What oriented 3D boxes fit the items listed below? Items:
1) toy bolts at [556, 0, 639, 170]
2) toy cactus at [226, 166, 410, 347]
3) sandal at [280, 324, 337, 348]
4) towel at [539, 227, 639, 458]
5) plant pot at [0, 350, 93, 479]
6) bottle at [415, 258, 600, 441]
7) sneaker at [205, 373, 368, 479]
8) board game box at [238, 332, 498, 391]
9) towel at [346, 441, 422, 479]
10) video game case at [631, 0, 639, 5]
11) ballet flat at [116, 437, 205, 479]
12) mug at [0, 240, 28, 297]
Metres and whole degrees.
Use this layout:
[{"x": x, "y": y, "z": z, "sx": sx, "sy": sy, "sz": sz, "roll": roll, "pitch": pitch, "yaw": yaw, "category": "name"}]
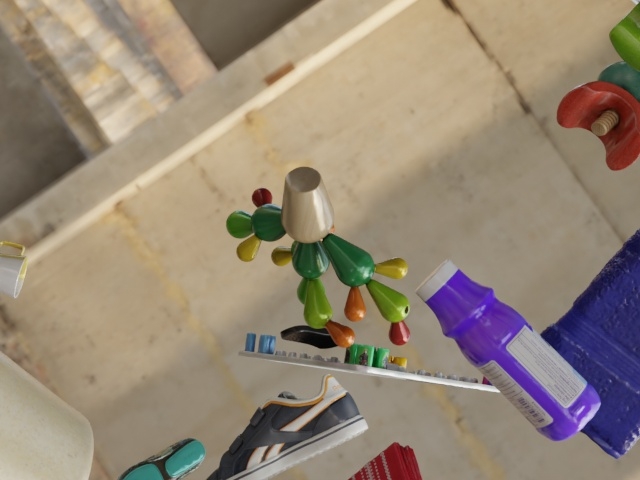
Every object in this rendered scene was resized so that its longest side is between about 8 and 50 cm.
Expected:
[{"x": 0.386, "y": -0.174, "z": 1.246, "sx": 0.218, "sy": 0.158, "sz": 0.228, "roll": 46, "pitch": -37, "yaw": 5, "category": "toy bolts"}, {"x": 0.000, "y": 0.000, "z": 1.137, "sx": 0.219, "sy": 0.112, "sz": 0.180, "roll": 39, "pitch": -27, "yaw": 31, "category": "toy cactus"}, {"x": -0.003, "y": 0.158, "z": 2.089, "sx": 0.179, "sy": 0.067, "sz": 0.040, "roll": 18, "pitch": 53, "yaw": -50, "category": "sandal"}, {"x": 0.453, "y": 0.150, "z": 1.764, "sx": 0.227, "sy": 0.308, "sz": 0.076, "roll": 36, "pitch": 16, "yaw": -12, "category": "towel"}, {"x": -0.418, "y": 0.210, "z": 1.230, "sx": 0.305, "sy": 0.334, "sz": 0.334, "roll": 37, "pitch": 9, "yaw": -27, "category": "plant pot"}, {"x": 0.250, "y": 0.146, "z": 1.617, "sx": 0.283, "sy": 0.092, "sz": 0.118, "roll": 45, "pitch": -10, "yaw": 3, "category": "bottle"}, {"x": -0.081, "y": 0.345, "z": 2.084, "sx": 0.127, "sy": 0.321, "sz": 0.126, "roll": 63, "pitch": 9, "yaw": 10, "category": "sneaker"}, {"x": 0.107, "y": 0.231, "z": 2.252, "sx": 0.390, "sy": 0.050, "sz": 0.390, "roll": 13, "pitch": -8, "yaw": -36, "category": "board game box"}, {"x": 0.050, "y": 0.425, "z": 1.624, "sx": 0.031, "sy": 0.275, "sz": 0.199, "roll": 24, "pitch": 34, "yaw": -38, "category": "towel"}, {"x": 0.602, "y": -0.446, "z": 1.988, "sx": 0.190, "sy": 0.173, "sz": 0.022, "roll": 11, "pitch": 51, "yaw": -57, "category": "video game case"}, {"x": -0.266, "y": 0.376, "z": 1.908, "sx": 0.188, "sy": 0.070, "sz": 0.070, "roll": -21, "pitch": 70, "yaw": -44, "category": "ballet flat"}, {"x": -0.458, "y": 0.042, "z": 1.709, "sx": 0.064, "sy": 0.062, "sz": 0.078, "roll": 14, "pitch": 21, "yaw": -5, "category": "mug"}]
